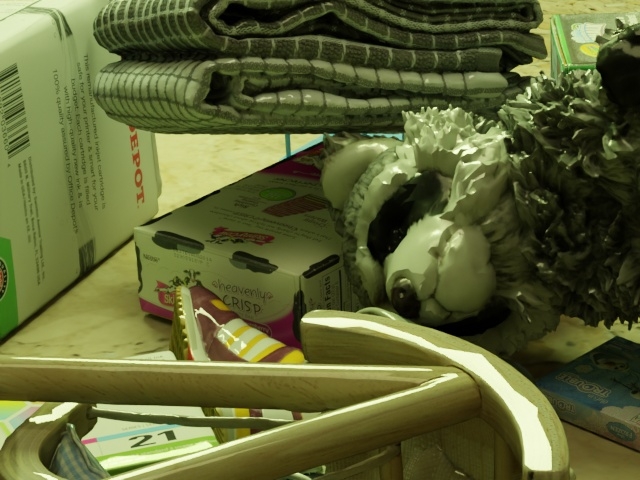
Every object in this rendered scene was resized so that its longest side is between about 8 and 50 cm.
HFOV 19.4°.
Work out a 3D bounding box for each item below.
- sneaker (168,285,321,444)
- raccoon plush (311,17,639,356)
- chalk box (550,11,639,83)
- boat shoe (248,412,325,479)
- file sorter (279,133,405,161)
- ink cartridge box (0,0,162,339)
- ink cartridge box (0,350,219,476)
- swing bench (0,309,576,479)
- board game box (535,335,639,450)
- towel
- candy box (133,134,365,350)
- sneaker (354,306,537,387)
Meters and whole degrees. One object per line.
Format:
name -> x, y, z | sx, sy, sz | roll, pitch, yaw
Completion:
sneaker -> -0.047, 0.087, 1.203 | 0.084, 0.069, 0.185 | 0, 28, -15
raccoon plush -> 0.215, -0.029, 1.269 | 0.299, 0.216, 0.446 | -10, -1, 43
chalk box -> 0.249, -0.105, 1.518 | 0.213, 0.132, 0.132 | -2, 24, 4
boat shoe -> -0.010, 0.137, 0.961 | 0.095, 0.079, 0.254 | -3, 3, 18
file sorter -> 0.065, -0.111, 1.584 | 0.170, 0.104, 0.118 | 13, 29, 31
ink cartridge box -> -0.244, -0.066, 1.391 | 0.121, 0.211, 0.289 | 5, 24, 23
ink cartridge box -> -0.173, 0.120, 1.094 | 0.189, 0.097, 0.255 | -10, 25, -14
swing bench -> -0.033, 0.175, 0.751 | 0.255, 0.253, 0.165 | -6, 24, -7
board game box -> 0.197, 0.096, 1.195 | 0.090, 0.020, 0.090 | -25, 32, -38
towel -> -0.001, -0.138, 1.347 | 0.284, 0.121, 0.235 | -2, 3, -25
candy box -> 0.000, 0.000, 1.377 | 0.159, 0.071, 0.233 | 16, 29, 37
sneaker -> 0.108, 0.119, 1.082 | 0.118, 0.083, 0.222 | 15, 26, -41
